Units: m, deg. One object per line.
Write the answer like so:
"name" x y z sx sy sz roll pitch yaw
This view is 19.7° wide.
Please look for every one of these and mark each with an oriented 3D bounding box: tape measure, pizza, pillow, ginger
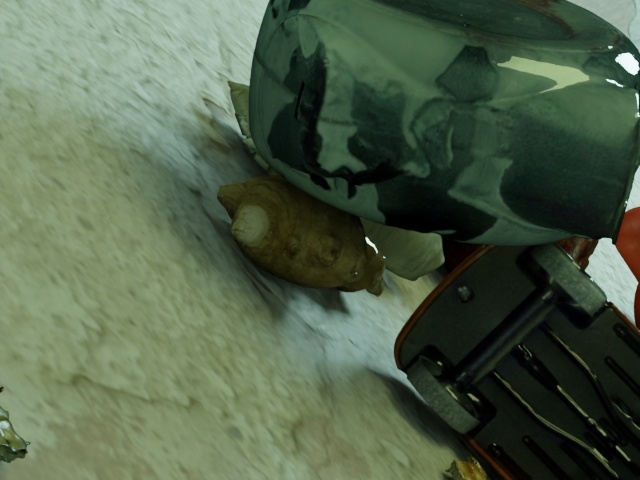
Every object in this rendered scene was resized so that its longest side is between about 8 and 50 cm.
"tape measure" 0.079 -0.088 1.201 0.256 0.147 0.275 14 19 0
"pizza" 0.094 0.161 1.181 0.037 0.016 0.083 44 21 -12
"pillow" 0.020 -0.049 1.377 0.181 0.078 0.134 30 30 -44
"ginger" 0.005 0.003 1.231 0.096 0.067 0.165 31 3 42

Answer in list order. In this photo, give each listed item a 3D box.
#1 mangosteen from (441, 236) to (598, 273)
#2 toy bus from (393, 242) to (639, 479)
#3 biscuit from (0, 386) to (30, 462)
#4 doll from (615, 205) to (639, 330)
"mangosteen" 0.148 -0.028 1.537 0.146 0.156 0.181 -26 50 -37
"toy bus" 0.200 0.139 1.278 0.329 0.143 0.153 45 4 -4
"biscuit" -0.192 0.038 0.764 0.203 0.016 0.144 55 19 27
"doll" 0.388 0.071 1.898 0.290 0.130 0.161 56 26 -22
